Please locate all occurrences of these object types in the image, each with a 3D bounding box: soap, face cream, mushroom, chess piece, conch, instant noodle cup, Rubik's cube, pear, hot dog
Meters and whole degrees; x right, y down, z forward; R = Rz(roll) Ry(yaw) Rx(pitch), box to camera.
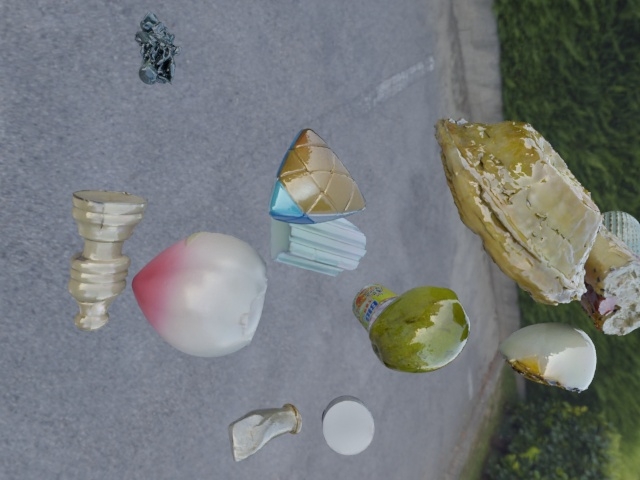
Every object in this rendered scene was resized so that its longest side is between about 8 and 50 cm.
[{"bbox_3d":[0.000,0.000,1.757,0.346,0.115,0.209,17,60,-36],"label":"soap"},{"bbox_3d":[0.093,0.629,1.734,0.153,0.177,0.178,92,15,-80],"label":"face cream"},{"bbox_3d":[-0.154,0.486,1.311,0.246,0.108,0.096,-1,90,-52],"label":"mushroom"},{"bbox_3d":[-0.473,0.051,1.100,0.138,0.123,0.308,-25,130,-69],"label":"chess piece"},{"bbox_3d":[0.993,-0.025,1.688,0.131,0.199,0.172,45,58,-24],"label":"conch"},{"bbox_3d":[0.223,0.259,1.865,0.204,0.153,0.205,-12,119,-23],"label":"instant noodle cup"},{"bbox_3d":[-0.008,-0.106,1.253,0.254,0.254,0.255,-26,121,-53],"label":"Rubik's cube"},{"bbox_3d":[0.303,0.276,1.547,0.253,0.306,0.253,157,-90,-88],"label":"pear"},{"bbox_3d":[0.796,0.062,1.503,0.367,0.196,0.366,50,18,-40],"label":"hot dog"}]

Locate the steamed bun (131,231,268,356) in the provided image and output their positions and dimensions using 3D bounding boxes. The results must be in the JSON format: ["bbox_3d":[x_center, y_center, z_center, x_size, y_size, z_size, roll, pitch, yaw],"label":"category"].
[{"bbox_3d":[-0.290,0.119,1.179,0.309,0.309,0.310,-26,121,-53],"label":"steamed bun"}]

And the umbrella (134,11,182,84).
[{"bbox_3d":[-0.464,-0.536,1.436,0.143,0.094,0.349,32,26,-29],"label":"umbrella"}]

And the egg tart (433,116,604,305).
[{"bbox_3d":[0.293,-0.067,0.725,0.341,0.129,0.341,33,35,-26],"label":"egg tart"}]

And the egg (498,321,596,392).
[{"bbox_3d":[0.712,0.335,1.577,0.264,0.286,0.174,-68,171,-80],"label":"egg"}]
